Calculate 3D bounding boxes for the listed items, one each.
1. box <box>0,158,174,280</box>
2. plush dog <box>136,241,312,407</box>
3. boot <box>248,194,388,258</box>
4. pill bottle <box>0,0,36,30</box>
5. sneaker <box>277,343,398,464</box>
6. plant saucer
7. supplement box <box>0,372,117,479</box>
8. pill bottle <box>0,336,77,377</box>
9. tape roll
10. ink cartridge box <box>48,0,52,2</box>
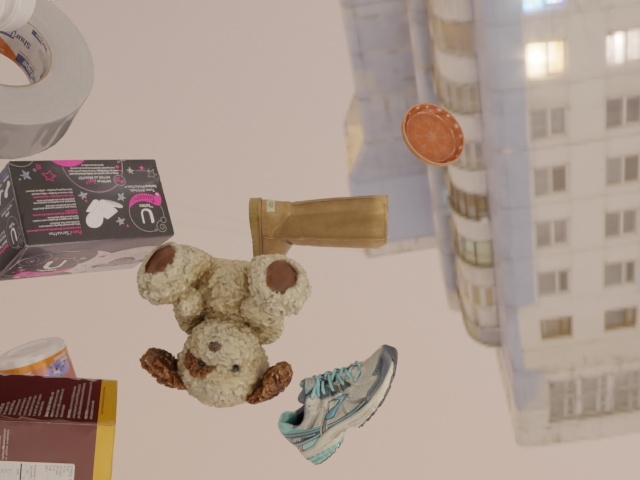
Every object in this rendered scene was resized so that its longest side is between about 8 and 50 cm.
[{"bbox_3d":[-0.386,-0.031,1.600,0.247,0.163,0.142,-4,-110,-37],"label":"box"},{"bbox_3d":[-0.146,0.140,1.541,0.263,0.210,0.225,7,-105,8],"label":"plush dog"},{"bbox_3d":[0.000,0.000,2.020,0.270,0.236,0.089,0,-125,3],"label":"boot"},{"bbox_3d":[-0.374,-0.247,0.979,0.108,0.108,0.193,14,-166,29],"label":"pill bottle"},{"bbox_3d":[0.026,0.278,1.793,0.122,0.283,0.110,36,-156,-7],"label":"sneaker"},{"bbox_3d":[0.134,-0.126,1.217,0.084,0.013,0.083,10,-116,-21],"label":"plant saucer"},{"bbox_3d":[-0.334,0.238,1.152,0.194,0.129,0.191,5,-174,-11],"label":"supplement box"},{"bbox_3d":[-0.464,0.283,1.731,0.121,0.216,0.121,-15,-169,3],"label":"pill bottle"},{"bbox_3d":[-0.381,-0.204,1.184,0.219,0.072,0.219,19,-131,-24],"label":"tape roll"},{"bbox_3d":[-0.522,-0.412,1.580,0.092,0.218,0.158,46,-74,22],"label":"ink cartridge box"}]
